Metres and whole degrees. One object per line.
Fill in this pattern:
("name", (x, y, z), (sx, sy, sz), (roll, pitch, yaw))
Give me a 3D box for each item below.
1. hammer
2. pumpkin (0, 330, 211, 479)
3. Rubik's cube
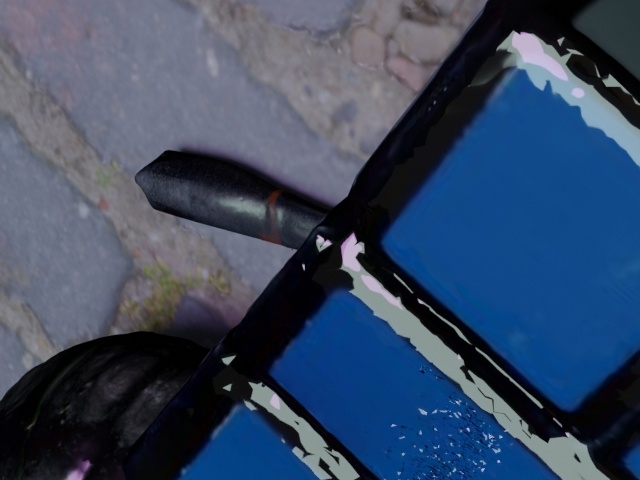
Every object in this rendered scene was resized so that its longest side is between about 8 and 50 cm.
("hammer", (0.000, 0.000, 0.742), (0.289, 0.037, 0.137), (18, 118, 29))
("pumpkin", (-0.131, 0.216, 0.780), (0.295, 0.296, 0.296), (15, 118, 31))
("Rubik's cube", (0.141, 0.057, 0.477), (0.288, 0.293, 0.283), (43, 123, 8))
